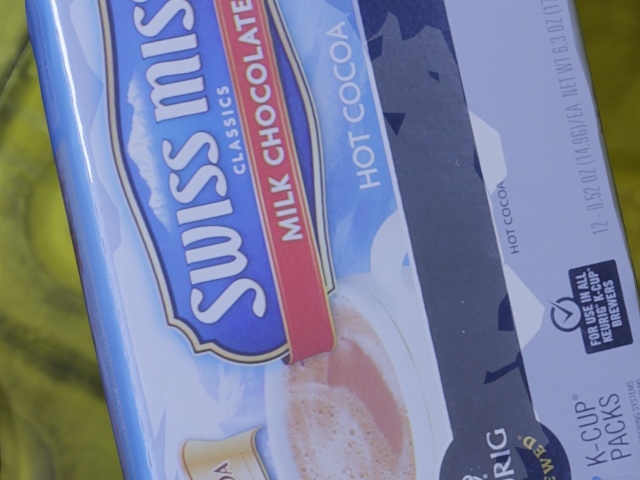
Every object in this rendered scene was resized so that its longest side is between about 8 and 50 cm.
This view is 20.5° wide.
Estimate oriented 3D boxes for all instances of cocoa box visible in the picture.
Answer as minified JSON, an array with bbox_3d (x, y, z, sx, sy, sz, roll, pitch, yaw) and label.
[{"bbox_3d":[0.000,0.000,0.839,0.228,0.231,0.347,-12,89,-10],"label":"cocoa box"}]
